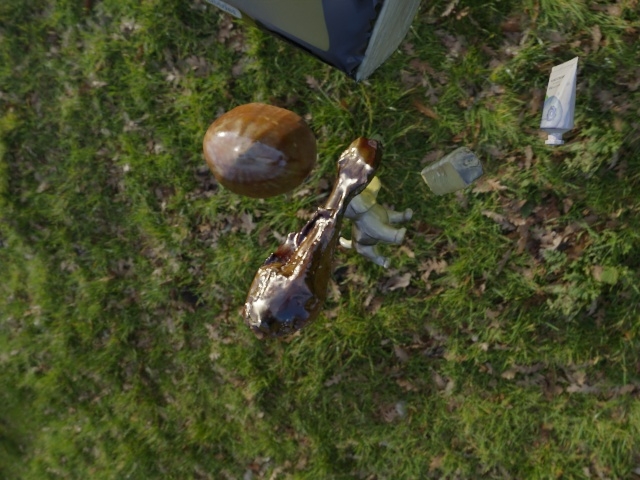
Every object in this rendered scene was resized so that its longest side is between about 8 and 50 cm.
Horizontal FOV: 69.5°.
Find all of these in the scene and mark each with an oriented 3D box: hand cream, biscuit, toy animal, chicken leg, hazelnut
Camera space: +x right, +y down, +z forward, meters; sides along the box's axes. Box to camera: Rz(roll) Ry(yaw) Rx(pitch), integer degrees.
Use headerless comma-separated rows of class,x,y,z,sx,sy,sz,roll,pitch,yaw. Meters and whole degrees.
hand cream,0.416,-0.238,0.807,0.053,0.084,0.142,0,99,-1
biscuit,0.205,-0.108,0.733,0.052,0.188,0.056,-33,93,0
toy animal,0.116,-0.043,1.040,0.169,0.121,0.233,14,146,15
chicken leg,0.000,0.000,0.611,0.304,0.093,0.113,-58,28,-1
hazelnut,-0.111,-0.165,0.852,0.215,0.214,0.176,0,103,41

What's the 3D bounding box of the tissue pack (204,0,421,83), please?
tissue pack,-0.054,-0.433,0.587,0.417,0.253,0.264,30,136,6
